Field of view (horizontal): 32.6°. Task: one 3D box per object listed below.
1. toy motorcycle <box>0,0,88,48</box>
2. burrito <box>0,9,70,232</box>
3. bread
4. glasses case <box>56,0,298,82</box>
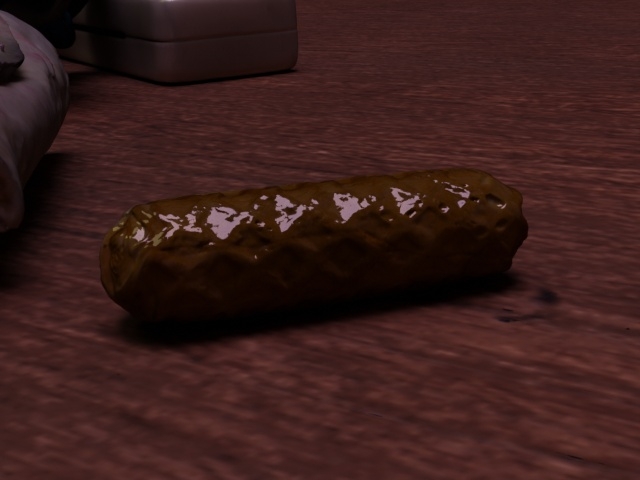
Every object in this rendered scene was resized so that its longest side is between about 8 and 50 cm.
[{"bbox_3d":[-0.294,-0.193,0.860,0.172,0.232,0.416,30,8,3],"label":"toy motorcycle"},{"bbox_3d":[-0.199,-0.062,0.525,0.143,0.105,0.299,19,12,-14],"label":"burrito"},{"bbox_3d":[0.000,0.000,0.392,0.157,0.044,0.052,-7,11,-18],"label":"bread"},{"bbox_3d":[-0.159,-0.216,1.094,0.144,0.076,0.336,-11,18,-28],"label":"glasses case"}]
